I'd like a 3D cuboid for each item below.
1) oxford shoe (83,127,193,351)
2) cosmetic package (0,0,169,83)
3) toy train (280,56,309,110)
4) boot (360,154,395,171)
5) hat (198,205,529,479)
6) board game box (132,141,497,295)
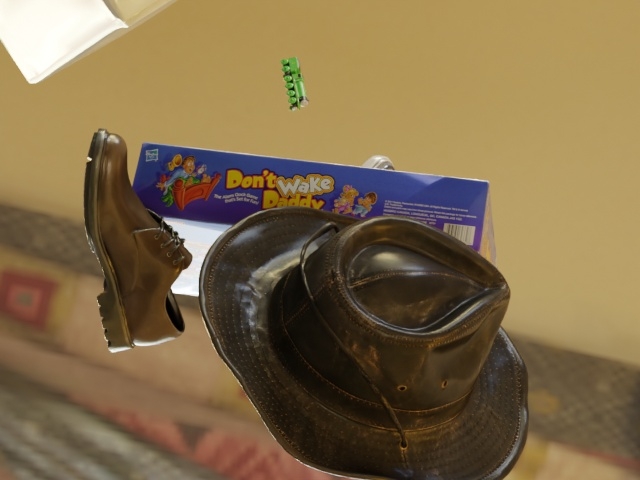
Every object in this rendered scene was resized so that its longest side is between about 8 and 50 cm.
[{"bbox_3d":[-0.171,-0.005,1.816,0.083,0.096,0.227,-86,168,-61],"label":"oxford shoe"},{"bbox_3d":[-0.160,-0.236,1.296,0.197,0.155,0.365,59,-16,-9],"label":"cosmetic package"},{"bbox_3d":[-0.030,-0.180,2.204,0.017,0.023,0.083,81,-3,-48],"label":"toy train"},{"bbox_3d":[0.069,-0.015,2.360,0.086,0.069,0.190,12,-111,35],"label":"boot"},{"bbox_3d":[0.069,0.060,1.636,0.134,0.331,0.331,-52,-155,37],"label":"hat"},{"bbox_3d":[0.000,0.000,1.953,0.233,0.347,0.078,73,26,-67],"label":"board game box"}]
